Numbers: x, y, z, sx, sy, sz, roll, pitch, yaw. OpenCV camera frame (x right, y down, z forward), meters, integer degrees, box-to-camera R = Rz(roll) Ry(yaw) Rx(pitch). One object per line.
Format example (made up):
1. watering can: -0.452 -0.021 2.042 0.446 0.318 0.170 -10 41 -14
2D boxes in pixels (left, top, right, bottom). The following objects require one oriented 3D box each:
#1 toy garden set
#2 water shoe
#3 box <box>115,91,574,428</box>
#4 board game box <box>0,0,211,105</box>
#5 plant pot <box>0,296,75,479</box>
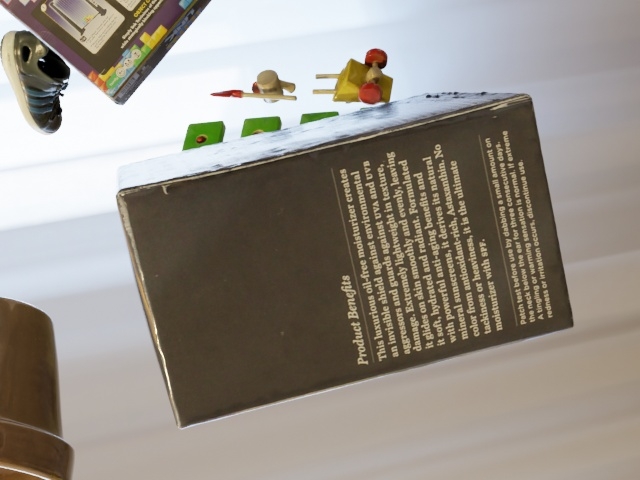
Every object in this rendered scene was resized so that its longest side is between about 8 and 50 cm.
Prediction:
1. toy garden set: -0.029 -0.122 1.426 0.049 0.244 0.204 69 -157 -48
2. water shoe: -0.402 -0.224 1.849 0.203 0.080 0.073 74 -162 -56
3. box: 0.000 0.000 0.998 0.296 0.294 0.183 -143 41 -79
4. board game box: -0.170 -0.223 1.066 0.141 0.170 0.048 41 -179 5
5. plant pot: -0.434 0.200 1.635 0.263 0.263 0.229 111 166 -66
